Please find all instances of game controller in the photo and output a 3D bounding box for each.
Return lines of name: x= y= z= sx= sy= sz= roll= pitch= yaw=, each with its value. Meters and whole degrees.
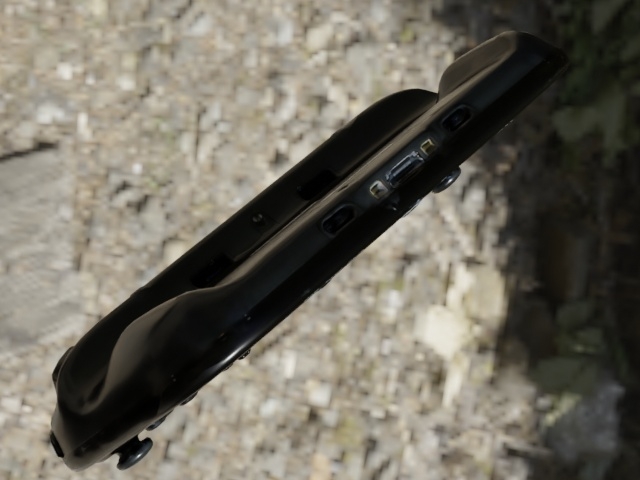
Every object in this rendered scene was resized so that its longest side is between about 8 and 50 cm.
game controller: x=0.000 y=0.000 z=0.916 sx=0.319 sy=0.166 sz=0.067 roll=-41 pitch=101 yaw=-38
